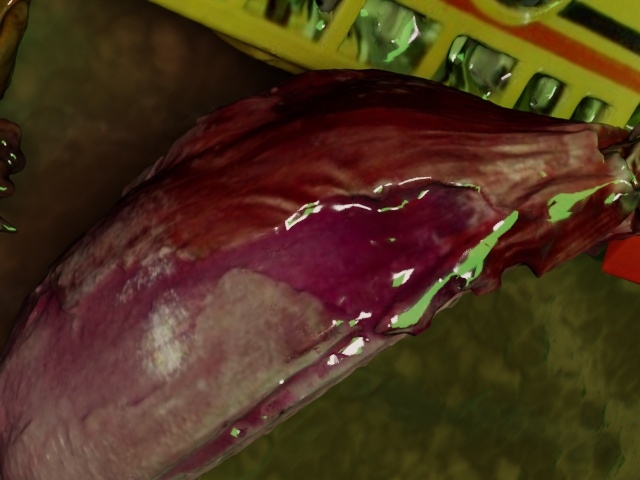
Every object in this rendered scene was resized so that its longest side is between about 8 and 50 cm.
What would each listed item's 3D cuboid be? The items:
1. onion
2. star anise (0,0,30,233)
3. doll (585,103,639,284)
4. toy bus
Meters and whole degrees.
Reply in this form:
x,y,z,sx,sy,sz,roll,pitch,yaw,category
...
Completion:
x,y,z,sx,sy,sz,roll,pitch,yaw,category
0.000,0.000,0.581,0.120,0.283,0.227,58,28,1,onion
-0.162,-0.017,0.587,0.158,0.144,0.140,-25,69,-35,star anise
0.167,-0.038,0.732,0.134,0.186,0.106,-20,115,1,doll
-0.005,-0.132,0.621,0.335,0.121,0.123,19,107,-36,toy bus
